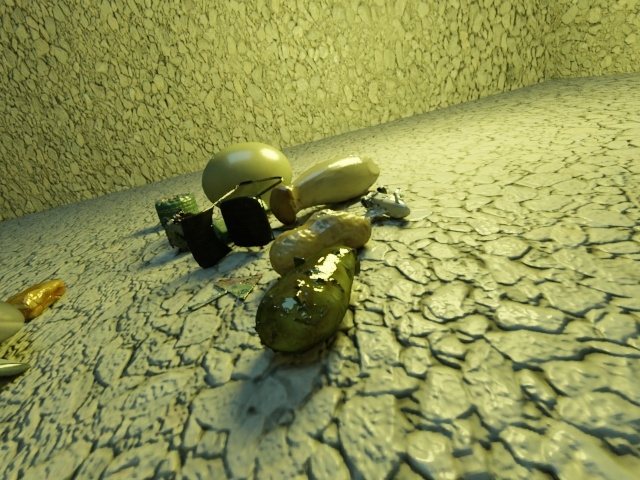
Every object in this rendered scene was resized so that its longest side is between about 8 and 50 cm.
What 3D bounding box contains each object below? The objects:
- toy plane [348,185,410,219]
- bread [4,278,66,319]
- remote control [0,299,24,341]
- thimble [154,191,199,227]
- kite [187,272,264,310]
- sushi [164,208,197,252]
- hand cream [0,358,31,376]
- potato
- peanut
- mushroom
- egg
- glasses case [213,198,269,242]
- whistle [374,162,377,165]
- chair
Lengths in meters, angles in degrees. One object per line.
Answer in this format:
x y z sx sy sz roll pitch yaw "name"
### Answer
0.140 -0.082 0.946 0.162 0.065 0.171 -35 20 -21 "toy plane"
-0.631 0.129 0.925 0.074 0.053 0.132 -12 17 9 "bread"
-0.646 0.141 0.713 0.221 0.103 0.332 7 -13 -40 "remote control"
-0.491 -0.106 1.435 0.135 0.090 0.118 -17 21 -13 "thimble"
-0.169 0.091 0.763 0.157 0.011 0.139 -25 18 -32 "kite"
-0.348 -0.027 1.089 0.094 0.097 0.084 0 26 26 "sushi"
-0.587 0.207 0.676 0.256 0.048 0.079 -8 -11 22 "hand cream"
-0.010 0.071 0.574 0.118 0.090 0.225 -5 22 26 "potato"
0.000 0.000 0.785 0.214 0.099 0.100 -28 22 -20 "peanut"
0.018 -0.148 1.125 0.350 0.128 0.128 -28 23 -29 "mushroom"
-0.219 -0.184 1.258 0.270 0.218 0.219 -12 19 0 "egg"
-0.218 -0.047 1.088 0.184 0.039 0.078 -36 -4 -46 "glasses case"
0.116 -0.236 1.442 0.177 0.033 0.033 -22 20 -19 "whistle"
-0.178 -0.039 0.944 0.145 0.140 0.221 -2 24 35 "chair"
